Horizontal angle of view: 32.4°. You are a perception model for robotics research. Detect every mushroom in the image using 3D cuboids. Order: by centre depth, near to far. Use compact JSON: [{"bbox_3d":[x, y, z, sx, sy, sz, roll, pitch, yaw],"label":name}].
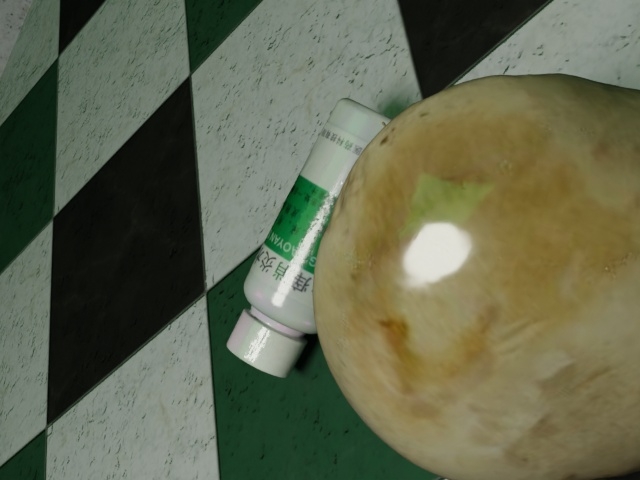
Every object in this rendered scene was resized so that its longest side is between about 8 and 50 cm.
[{"bbox_3d":[0.137,0.001,0.719,0.292,0.292,0.290,-46,23,27],"label":"mushroom"}]

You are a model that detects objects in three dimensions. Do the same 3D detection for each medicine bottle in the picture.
[{"bbox_3d":[0.000,0.000,1.027,0.095,0.095,0.260,36,102,54],"label":"medicine bottle"}]
